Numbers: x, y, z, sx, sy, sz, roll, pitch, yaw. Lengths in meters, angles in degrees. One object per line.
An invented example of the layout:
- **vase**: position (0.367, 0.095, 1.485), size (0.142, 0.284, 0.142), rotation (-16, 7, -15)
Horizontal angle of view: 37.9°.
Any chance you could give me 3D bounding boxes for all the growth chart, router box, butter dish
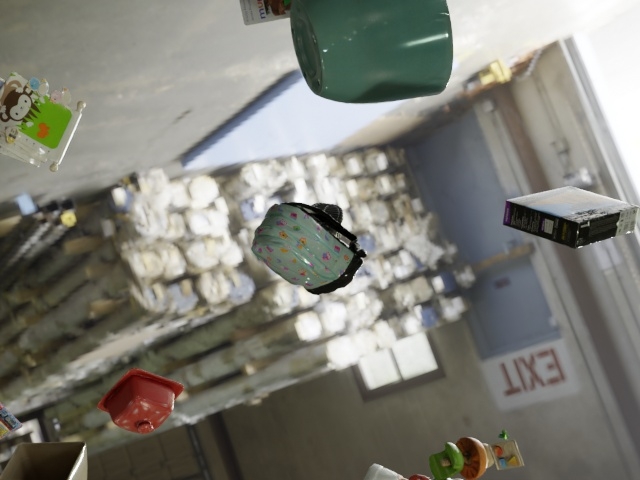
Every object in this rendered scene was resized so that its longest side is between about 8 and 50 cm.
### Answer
- **growth chart**: position (-0.556, -0.226, 1.731), size (0.021, 0.172, 0.237), rotation (14, 178, 44)
- **router box**: position (0.391, -0.039, 1.453), size (0.179, 0.046, 0.133), rotation (-12, -155, -42)
- **butter dish**: position (-0.412, 0.395, 2.159), size (0.160, 0.118, 0.160), rotation (28, 118, -35)

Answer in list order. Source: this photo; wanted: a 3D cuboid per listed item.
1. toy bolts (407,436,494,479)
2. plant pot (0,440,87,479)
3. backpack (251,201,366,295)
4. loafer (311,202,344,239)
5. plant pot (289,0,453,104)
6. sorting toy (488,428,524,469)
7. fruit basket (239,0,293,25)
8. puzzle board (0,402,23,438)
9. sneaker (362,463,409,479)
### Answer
- **toy bolts**: position (0.342, 0.609, 2.264), size (0.158, 0.218, 0.228), rotation (2, 146, -30)
- **plant pot**: position (-0.405, 0.373, 1.384), size (0.109, 0.096, 0.109), rotation (-3, -153, 8)
- **backpack**: position (-0.031, 0.015, 1.646), size (0.152, 0.182, 0.115), rotation (-20, -144, 47)
- **loafer**: position (0.000, 0.000, 1.935), size (0.080, 0.078, 0.220), rotation (9, -142, 2)
- **plant pot**: position (0.079, -0.388, 1.741), size (0.235, 0.293, 0.293), rotation (-16, 172, -12)
- **sorting toy**: position (0.366, 0.419, 1.864), size (0.062, 0.083, 0.012), rotation (-17, -174, 33)
- **fruit basket**: position (-0.082, -0.646, 2.006), size (0.353, 0.327, 0.165), rotation (0, -161, 35)
- **puzzle board**: position (-0.658, 0.338, 1.821), size (0.011, 0.128, 0.096), rotation (-56, 167, 25)
- **sneaker**: position (0.124, 0.606, 2.042), size (0.123, 0.106, 0.290), rotation (15, -146, 18)
